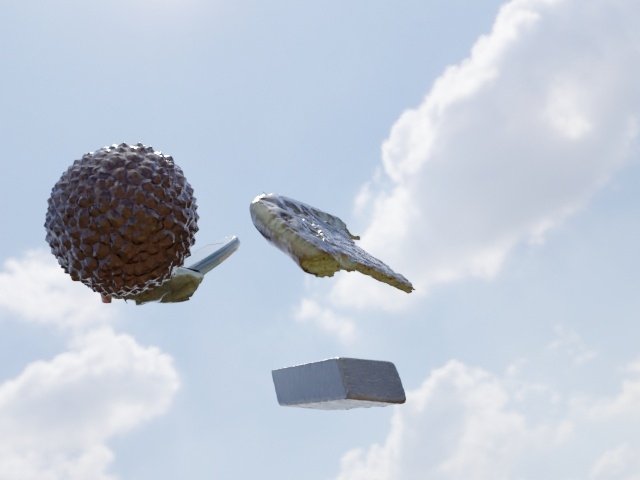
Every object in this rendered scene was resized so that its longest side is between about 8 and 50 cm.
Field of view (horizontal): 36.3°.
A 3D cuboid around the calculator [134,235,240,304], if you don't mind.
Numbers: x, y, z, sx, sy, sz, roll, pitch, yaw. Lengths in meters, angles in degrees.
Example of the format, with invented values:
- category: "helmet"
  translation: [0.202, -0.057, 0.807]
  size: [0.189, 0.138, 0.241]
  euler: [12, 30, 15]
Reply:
- category: "calculator"
  translation: [-0.321, 0.069, 2.360]
  size: [0.302, 0.042, 0.188]
  euler: [-33, 16, -33]

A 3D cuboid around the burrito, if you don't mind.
- category: "burrito"
  translation: [-0.362, 0.093, 2.099]
  size: [0.096, 0.066, 0.309]
  euler: [-50, -23, 18]

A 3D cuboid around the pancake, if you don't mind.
- category: "pancake"
  translation: [-0.004, -0.002, 1.851]
  size: [0.305, 0.427, 0.067]
  euler: [25, -81, -27]

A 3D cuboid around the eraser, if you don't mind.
- category: "eraser"
  translation: [0.024, 0.252, 1.708]
  size: [0.111, 0.077, 0.352]
  euler: [10, -15, -23]

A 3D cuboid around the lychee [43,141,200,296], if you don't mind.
- category: "lychee"
  translation: [-0.226, -0.017, 1.143]
  size: [0.188, 0.188, 0.188]
  euler: [-19, -25, -9]
